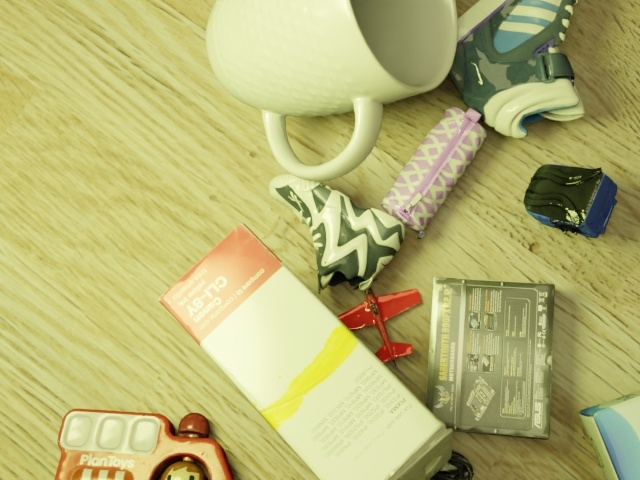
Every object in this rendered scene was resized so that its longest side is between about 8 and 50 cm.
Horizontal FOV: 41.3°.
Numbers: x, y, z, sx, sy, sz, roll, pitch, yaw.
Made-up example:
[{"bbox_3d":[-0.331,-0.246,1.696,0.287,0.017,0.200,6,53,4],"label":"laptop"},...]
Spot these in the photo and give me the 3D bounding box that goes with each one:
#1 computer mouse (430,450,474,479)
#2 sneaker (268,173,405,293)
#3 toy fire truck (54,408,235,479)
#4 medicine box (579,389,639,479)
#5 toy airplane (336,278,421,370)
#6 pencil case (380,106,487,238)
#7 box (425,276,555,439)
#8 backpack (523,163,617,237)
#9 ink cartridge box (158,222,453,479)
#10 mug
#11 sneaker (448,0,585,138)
[{"bbox_3d":[0.101,0.422,1.252,0.189,0.072,0.272,18,70,14],"label":"computer mouse"},{"bbox_3d":[0.000,0.000,1.332,0.235,0.094,0.153,25,81,9],"label":"sneaker"},{"bbox_3d":[-0.266,0.378,1.279,0.302,0.169,0.253,1,61,8],"label":"toy fire truck"},{"bbox_3d":[0.545,0.311,1.156,0.289,0.149,0.263,-21,77,4],"label":"medicine box"},{"bbox_3d":[0.092,0.132,1.325,0.151,0.028,0.151,-2,78,8],"label":"toy airplane"},{"bbox_3d":[0.176,-0.110,1.328,0.086,0.088,0.206,32,85,12],"label":"pencil case"},{"bbox_3d":[0.253,0.175,1.276,0.183,0.056,0.230,2,79,10],"label":"box"},{"bbox_3d":[0.374,-0.056,1.282,0.120,0.101,0.098,18,77,44],"label":"backpack"},{"bbox_3d":[-0.012,0.196,1.172,0.160,0.279,0.385,-43,68,-9],"label":"ink cartridge box"},{"bbox_3d":[-0.002,-0.275,1.276,0.328,0.276,0.373,-8,83,41],"label":"mug"},{"bbox_3d":[0.359,-0.304,1.327,0.323,0.130,0.236,-39,84,-3],"label":"sneaker"}]
